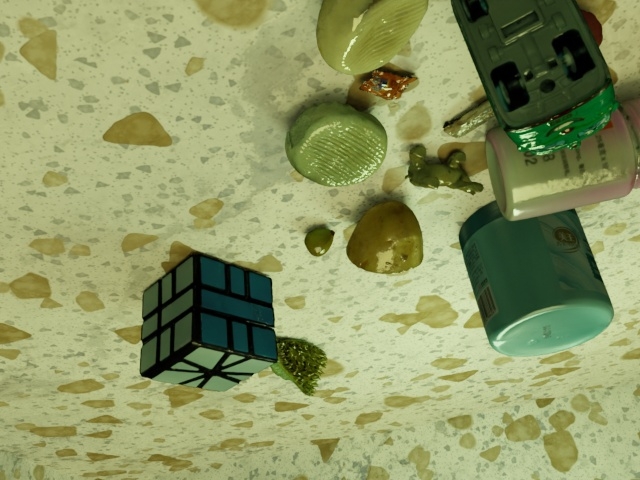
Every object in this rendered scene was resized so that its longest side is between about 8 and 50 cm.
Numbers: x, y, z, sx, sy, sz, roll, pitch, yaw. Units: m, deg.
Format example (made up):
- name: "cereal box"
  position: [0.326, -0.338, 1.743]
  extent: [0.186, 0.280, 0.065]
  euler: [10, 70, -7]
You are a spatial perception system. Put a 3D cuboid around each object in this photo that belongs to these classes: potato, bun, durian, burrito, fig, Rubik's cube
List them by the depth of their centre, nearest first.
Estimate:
- name: "bun"
  position: [0.077, -0.394, 1.120]
  extent: [0.222, 0.127, 0.222]
  euler: [-33, 159, -14]
- name: "bun"
  position: [0.034, -0.209, 1.401]
  extent: [0.222, 0.108, 0.221]
  euler: [-8, 140, -7]
- name: "burrito"
  position: [0.348, -0.274, 1.426]
  extent: [0.171, 0.042, 0.051]
  euler: [-32, 150, 35]
- name: "potato"
  position: [0.171, -0.025, 1.671]
  extent: [0.204, 0.178, 0.158]
  euler: [6, 130, 4]
- name: "fig"
  position: [0.000, 0.000, 1.745]
  extent: [0.088, 0.074, 0.074]
  euler: [-37, 140, 14]
- name: "Rubik's cube"
  position: [-0.319, 0.244, 1.857]
  extent: [0.289, 0.283, 0.294]
  euler: [20, 137, -37]
- name: "durian"
  position: [-0.094, 0.441, 2.406]
  extent: [0.198, 0.163, 0.394]
  euler: [19, 158, 35]

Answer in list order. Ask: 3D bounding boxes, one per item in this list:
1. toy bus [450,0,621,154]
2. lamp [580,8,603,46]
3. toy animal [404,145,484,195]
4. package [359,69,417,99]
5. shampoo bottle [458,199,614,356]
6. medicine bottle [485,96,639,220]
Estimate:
- name: "toy bus"
  position: [0.360, -0.311, 1.110]
  extent: [0.184, 0.343, 0.199]
  euler: [-23, 153, 23]
- name: "lamp"
  position: [0.481, -0.385, 1.243]
  extent: [0.101, 0.090, 0.101]
  euler: [4, 110, 10]
- name: "toy animal"
  position: [0.297, -0.154, 1.570]
  extent: [0.219, 0.103, 0.101]
  euler: [3, 165, -20]
- name: "package"
  position: [0.137, -0.314, 1.325]
  extent: [0.111, 0.033, 0.077]
  euler: [7, 135, -30]
- name: "shampoo bottle"
  position: [0.572, 0.099, 1.770]
  extent: [0.332, 0.342, 0.331]
  euler: [-5, 147, -3]
- name: "medicine bottle"
  position: [0.579, -0.186, 1.446]
  extent: [0.389, 0.219, 0.219]
  euler: [-13, 147, 8]
